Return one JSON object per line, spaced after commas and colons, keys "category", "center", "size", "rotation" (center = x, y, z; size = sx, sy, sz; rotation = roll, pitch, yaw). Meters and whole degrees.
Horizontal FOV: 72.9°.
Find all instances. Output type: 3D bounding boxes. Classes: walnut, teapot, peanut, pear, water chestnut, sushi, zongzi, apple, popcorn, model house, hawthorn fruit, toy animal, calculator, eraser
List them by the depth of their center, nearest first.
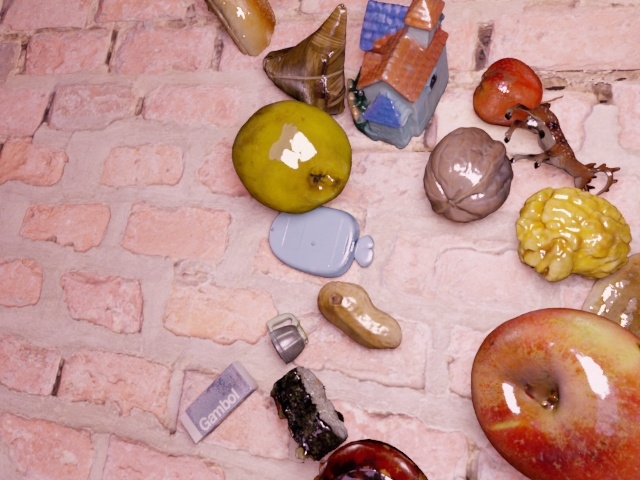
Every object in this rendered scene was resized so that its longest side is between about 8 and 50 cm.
{"category": "apple", "center": [0.473, 0.302, 0.825], "size": [0.348, 0.276, 0.349], "rotation": [-15, 69, 43]}
{"category": "water chestnut", "center": [0.109, 0.574, 0.893], "size": [0.299, 0.300, 0.301], "rotation": [-3, 77, 14]}
{"category": "popcorn", "center": [0.535, -0.003, 0.936], "size": [0.203, 0.200, 0.226], "rotation": [-45, 109, -17]}
{"category": "toy animal", "center": [0.541, -0.208, 0.972], "size": [0.259, 0.087, 0.244], "rotation": [-10, 83, -23]}
{"category": "walnut", "center": [0.349, -0.155, 1.025], "size": [0.223, 0.224, 0.225], "rotation": [-3, 77, 14]}
{"category": "sushi", "center": [-0.027, 0.416, 1.044], "size": [0.115, 0.147, 0.212], "rotation": [-46, 53, 8]}
{"category": "peanut", "center": [0.097, 0.183, 1.066], "size": [0.236, 0.110, 0.120], "rotation": [32, 79, 17]}
{"category": "model house", "center": [0.178, -0.444, 1.066], "size": [0.251, 0.329, 0.295], "rotation": [25, 84, 15]}
{"category": "hawthorn fruit", "center": [0.484, -0.349, 1.067], "size": [0.203, 0.162, 0.163], "rotation": [26, 86, 4]}
{"category": "teapot", "center": [-0.083, 0.244, 1.115], "size": [0.090, 0.092, 0.124], "rotation": [-30, 78, -10]}
{"category": "pear", "center": [-0.092, -0.228, 1.129], "size": [0.287, 0.287, 0.375], "rotation": [-49, 56, 1]}
{"category": "eraser", "center": [-0.270, 0.427, 1.145], "size": [0.212, 0.046, 0.092], "rotation": [-45, 71, 2]}
{"category": "zongzi", "center": [-0.037, -0.512, 1.161], "size": [0.134, 0.289, 0.286], "rotation": [-31, 56, -32]}
{"category": "calculator", "center": [0.000, 0.000, 1.167], "size": [0.302, 0.042, 0.189], "rotation": [11, 81, 20]}

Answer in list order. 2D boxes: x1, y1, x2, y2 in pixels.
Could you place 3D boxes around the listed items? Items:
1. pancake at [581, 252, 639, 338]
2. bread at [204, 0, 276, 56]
{"category": "pancake", "center": [0.746, 0.198, 0.900], "size": [0.385, 0.082, 0.388], "rotation": [-5, 72, 15]}
{"category": "bread", "center": [-0.268, -0.744, 1.321], "size": [0.171, 0.192, 0.314], "rotation": [-35, 72, 7]}
